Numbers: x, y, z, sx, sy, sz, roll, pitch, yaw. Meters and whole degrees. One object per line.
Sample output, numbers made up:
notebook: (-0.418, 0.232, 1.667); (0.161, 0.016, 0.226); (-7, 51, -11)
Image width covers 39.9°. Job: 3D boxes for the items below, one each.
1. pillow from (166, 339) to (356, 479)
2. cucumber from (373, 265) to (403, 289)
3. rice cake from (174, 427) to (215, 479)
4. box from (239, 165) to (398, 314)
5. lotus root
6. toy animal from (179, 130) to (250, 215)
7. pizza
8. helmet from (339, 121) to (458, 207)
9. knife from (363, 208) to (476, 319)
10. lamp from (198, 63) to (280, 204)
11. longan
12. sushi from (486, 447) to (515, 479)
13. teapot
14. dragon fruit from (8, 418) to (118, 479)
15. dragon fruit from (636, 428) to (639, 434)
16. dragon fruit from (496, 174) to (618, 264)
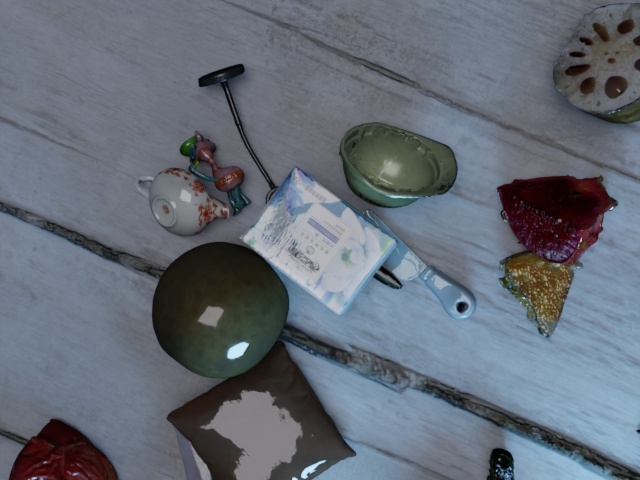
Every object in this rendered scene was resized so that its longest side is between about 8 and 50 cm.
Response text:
pillow: (-0.129, 0.428, 1.936); (0.305, 0.108, 0.308); (-34, 84, -8)
cucumber: (0.106, 0.052, 1.968); (0.184, 0.033, 0.036); (40, 72, 7)
rice cake: (-0.262, 0.559, 1.985); (0.073, 0.056, 0.365); (-14, 86, 7)
box: (0.000, 0.000, 1.910); (0.274, 0.116, 0.203); (38, 93, 8)
lotus root: (0.639, -0.355, 1.839); (0.272, 0.192, 0.272); (-10, 72, 33)
toy animal: (-0.239, -0.150, 1.992); (0.208, 0.103, 0.100); (53, 138, 4)
pizza: (0.480, 0.115, 1.908); (0.185, 0.052, 0.195); (-4, 83, 0)
helmet: (0.155, -0.137, 1.921); (0.257, 0.137, 0.204); (17, 51, 0)
knife: (0.206, 0.059, 1.958); (0.331, 0.044, 0.080); (40, 100, 13)
lamp: (-0.169, -0.227, 1.979); (0.130, 0.108, 0.371); (-18, 85, 4)
longan: (-0.214, 0.146, 1.893); (0.297, 0.297, 0.297); (0, 88, 8)
sushi: (0.388, 0.494, 1.887); (0.056, 0.085, 0.083); (6, 87, 7)
teapot: (-0.328, -0.090, 1.987); (0.245, 0.159, 0.116); (34, 52, 23)
dragon fruit: (-0.600, 0.603, 1.930); (0.302, 0.330, 0.240); (39, 115, 5)
dragon fruit: (0.737, 0.397, 1.827); (0.121, 0.130, 0.142); (7, 128, 1)
dragon fruit: (0.532, -0.051, 1.860); (0.211, 0.262, 0.134); (-27, 123, -13)
